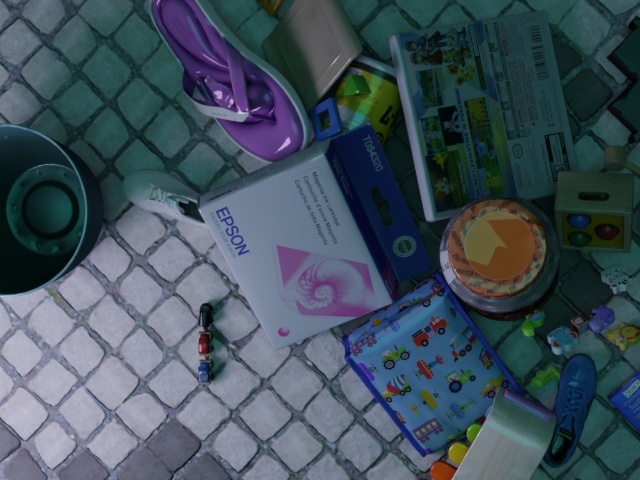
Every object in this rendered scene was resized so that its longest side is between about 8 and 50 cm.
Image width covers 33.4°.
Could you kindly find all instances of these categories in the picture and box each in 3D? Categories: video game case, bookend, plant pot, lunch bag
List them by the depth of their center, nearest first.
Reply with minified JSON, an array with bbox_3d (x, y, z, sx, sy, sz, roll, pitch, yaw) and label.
[{"bbox_3d":[0.292,-0.222,1.875,0.300,0.036,0.329,-12,91,-17],"label":"video game case"},{"bbox_3d":[0.553,-0.280,1.881,0.156,0.072,0.157,44,96,4],"label":"bookend"},{"bbox_3d":[0.211,0.244,1.913,0.221,0.138,0.293,-34,100,6],"label":"lunch bag"},{"bbox_3d":[-0.523,-0.053,1.914,0.293,0.235,0.293,0,91,5],"label":"plant pot"}]

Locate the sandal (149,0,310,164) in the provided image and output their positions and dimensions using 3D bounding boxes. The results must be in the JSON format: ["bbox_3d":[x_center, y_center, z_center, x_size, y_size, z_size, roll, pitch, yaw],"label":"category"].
[{"bbox_3d":[-0.187,-0.288,1.909,0.416,0.102,0.169,49,128,12],"label":"sandal"}]

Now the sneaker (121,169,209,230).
[{"bbox_3d":[-0.271,-0.075,1.959,0.212,0.094,0.080,20,95,5],"label":"sneaker"}]

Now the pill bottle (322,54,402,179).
[{"bbox_3d":[0.070,-0.216,1.908,0.119,0.119,0.208,24,95,4],"label":"pill bottle"}]

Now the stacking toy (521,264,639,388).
[{"bbox_3d":[0.452,0.157,1.847,0.221,0.052,0.167,-28,130,-9],"label":"stacking toy"}]

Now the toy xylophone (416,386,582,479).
[{"bbox_3d":[0.319,0.434,1.887,0.236,0.081,0.323,35,110,2],"label":"toy xylophone"}]

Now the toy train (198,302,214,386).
[{"bbox_3d":[-0.214,0.195,1.991,0.027,0.036,0.158,0,92,6],"label":"toy train"}]

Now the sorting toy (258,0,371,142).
[{"bbox_3d":[-0.011,-0.344,1.892,0.196,0.047,0.348,-42,63,40],"label":"sorting toy"}]

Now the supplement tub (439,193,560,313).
[{"bbox_3d":[0.302,0.031,1.783,0.193,0.316,0.194,-2,81,13],"label":"supplement tub"}]

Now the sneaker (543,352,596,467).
[{"bbox_3d":[0.448,0.307,1.908,0.069,0.082,0.209,18,92,7],"label":"sneaker"}]

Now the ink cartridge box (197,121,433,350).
[{"bbox_3d":[0.000,0.000,1.882,0.330,0.071,0.324,-23,116,7],"label":"ink cartridge box"}]

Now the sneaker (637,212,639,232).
[{"bbox_3d":[0.716,-0.103,1.854,0.236,0.130,0.323,23,91,-4],"label":"sneaker"}]

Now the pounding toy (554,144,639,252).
[{"bbox_3d":[0.490,-0.064,1.805,0.181,0.206,0.094,4,58,17],"label":"pounding toy"}]

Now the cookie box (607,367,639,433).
[{"bbox_3d":[0.585,0.293,1.913,0.092,0.040,0.107,-42,89,4],"label":"cookie box"}]
